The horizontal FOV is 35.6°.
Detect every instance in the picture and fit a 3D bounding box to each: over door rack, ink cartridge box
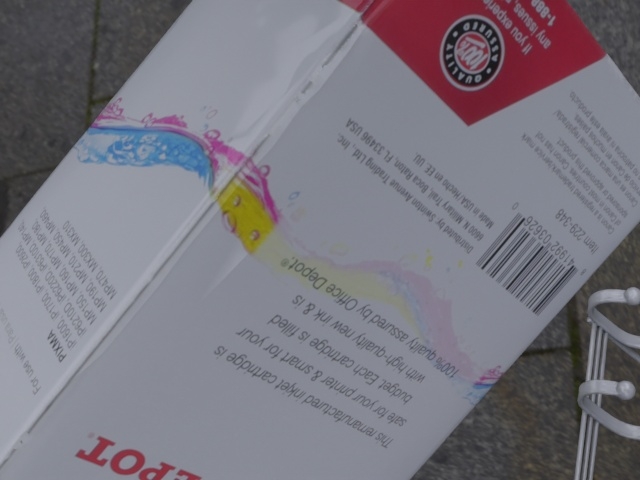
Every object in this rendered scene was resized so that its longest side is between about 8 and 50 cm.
[{"bbox_3d":[0.364,0.227,0.995,0.108,0.324,0.240,-16,41,39],"label":"over door rack"},{"bbox_3d":[0.000,0.000,0.494,0.306,0.226,0.131,-48,42,5],"label":"ink cartridge box"}]
